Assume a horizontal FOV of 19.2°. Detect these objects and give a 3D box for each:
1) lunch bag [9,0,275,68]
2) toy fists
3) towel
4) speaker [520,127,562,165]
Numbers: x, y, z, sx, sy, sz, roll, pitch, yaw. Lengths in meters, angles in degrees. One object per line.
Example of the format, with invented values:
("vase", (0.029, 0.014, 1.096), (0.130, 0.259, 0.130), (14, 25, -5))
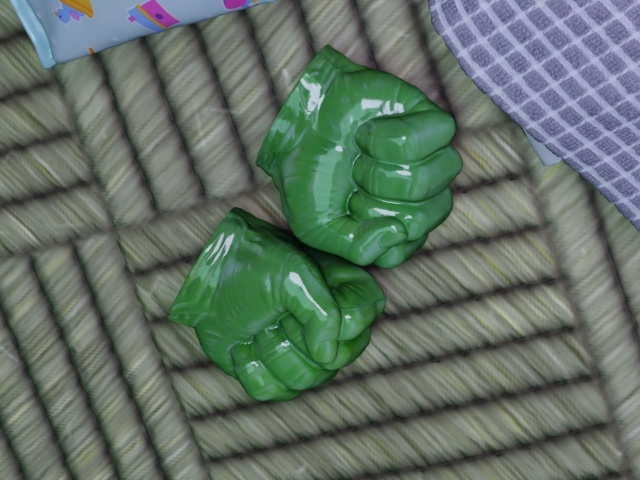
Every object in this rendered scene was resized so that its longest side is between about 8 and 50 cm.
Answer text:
("lunch bag", (-0.136, -0.276, 1.285), (0.223, 0.160, 0.262), (-13, 110, 34))
("toy fists", (0.000, 0.000, 1.396), (0.142, 0.096, 0.279), (32, 114, 3))
("towel", (0.238, -0.121, 1.204), (0.284, 0.121, 0.235), (43, 138, -16))
("speaker", (0.146, -0.121, 1.328), (0.055, 0.055, 0.136), (-29, 100, 24))
